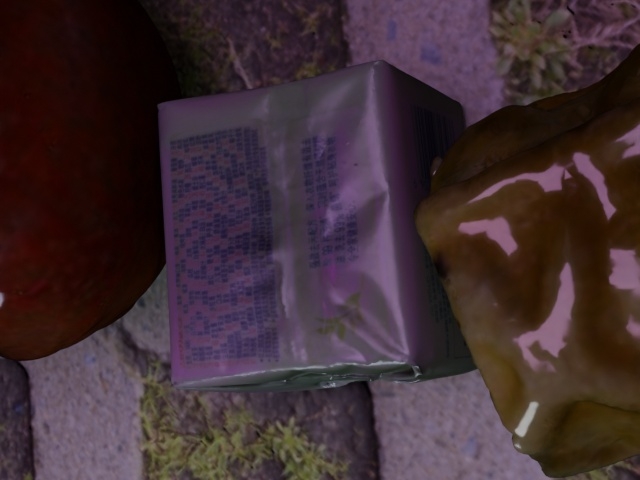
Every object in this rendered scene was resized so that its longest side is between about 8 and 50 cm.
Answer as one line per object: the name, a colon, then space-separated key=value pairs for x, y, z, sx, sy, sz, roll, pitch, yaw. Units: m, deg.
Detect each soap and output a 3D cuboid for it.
soap: x=0.000 y=0.000 z=0.797 sx=0.182 sy=0.138 sz=0.199 roll=-8 pitch=83 yaw=27

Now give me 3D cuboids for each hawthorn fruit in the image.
hawthorn fruit: x=-0.243 y=-0.070 z=0.851 sx=0.308 sy=0.308 sz=0.325 roll=-17 pitch=81 yaw=27

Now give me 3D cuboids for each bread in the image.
bread: x=0.197 y=-0.008 z=0.657 sx=0.252 sy=0.238 sz=0.196 roll=-31 pitch=107 yaw=17
